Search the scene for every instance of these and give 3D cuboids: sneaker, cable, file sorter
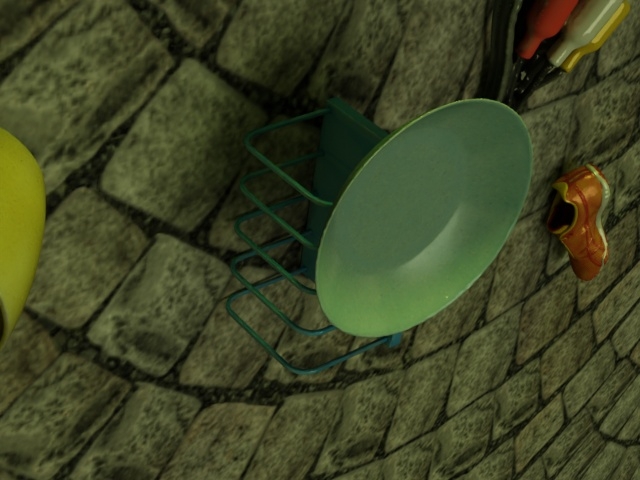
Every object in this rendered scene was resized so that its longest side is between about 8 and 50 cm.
[{"bbox_3d":[0.280,-0.016,1.319,0.067,0.064,0.175,-25,136,-7],"label":"sneaker"},{"bbox_3d":[0.180,-0.134,1.056,0.139,0.072,0.287,5,117,-47],"label":"cable"},{"bbox_3d":[0.000,0.000,0.916,0.104,0.118,0.170,-21,135,-36],"label":"file sorter"}]

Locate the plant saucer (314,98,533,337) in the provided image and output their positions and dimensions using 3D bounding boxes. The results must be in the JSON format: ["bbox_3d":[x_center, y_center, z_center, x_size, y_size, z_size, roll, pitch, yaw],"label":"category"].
[{"bbox_3d":[0.066,-0.021,0.836,0.195,0.037,0.195,-26,137,-26],"label":"plant saucer"}]

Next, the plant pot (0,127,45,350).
[{"bbox_3d":[-0.205,-0.013,0.654,0.134,0.134,0.095,86,25,-45],"label":"plant pot"}]
